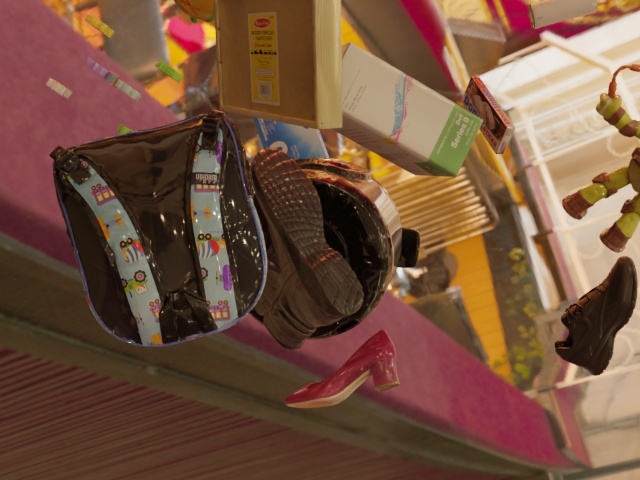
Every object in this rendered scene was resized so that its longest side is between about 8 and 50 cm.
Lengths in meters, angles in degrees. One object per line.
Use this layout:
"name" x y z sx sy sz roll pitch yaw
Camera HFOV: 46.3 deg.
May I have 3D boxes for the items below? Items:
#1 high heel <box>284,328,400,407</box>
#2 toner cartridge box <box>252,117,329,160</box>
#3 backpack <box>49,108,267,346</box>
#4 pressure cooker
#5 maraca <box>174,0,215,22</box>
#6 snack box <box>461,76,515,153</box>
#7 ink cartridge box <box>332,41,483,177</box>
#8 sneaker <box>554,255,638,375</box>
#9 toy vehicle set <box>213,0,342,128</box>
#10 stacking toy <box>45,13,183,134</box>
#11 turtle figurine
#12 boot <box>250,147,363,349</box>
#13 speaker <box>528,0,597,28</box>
"high heel" 0.036 0.265 1.522 0.082 0.244 0.117 41 34 -62
"toner cartridge box" -0.068 -0.250 2.145 0.075 0.165 0.348 -55 124 -82
"backpack" -0.123 -0.001 0.618 0.117 0.158 0.173 119 -46 -78
"pressure cooker" -0.002 0.006 1.709 0.370 0.375 0.420 50 15 1
"maraca" -0.211 -0.430 1.266 0.186 0.099 0.127 12 -59 62
"snack box" 0.332 -0.251 1.491 0.178 0.022 0.064 -109 -156 -43
"ink cartridge box" 0.088 -0.173 1.022 0.212 0.093 0.154 25 0 -15
"sneaker" 0.608 0.161 1.654 0.109 0.130 0.286 -45 153 -69
"toy vehicle set" -0.061 -0.238 0.953 0.035 0.267 0.166 -11 109 -31
"stacking toy" -0.409 -0.319 1.478 0.221 0.167 0.052 34 1 3
"turtle figurine" 0.443 -0.082 0.980 0.269 0.217 0.087 34 31 -6
"boot" -0.081 0.024 1.347 0.118 0.223 0.338 -15 77 -42
"speaker" 0.520 -0.499 1.605 0.055 0.136 0.055 -14 90 -82
